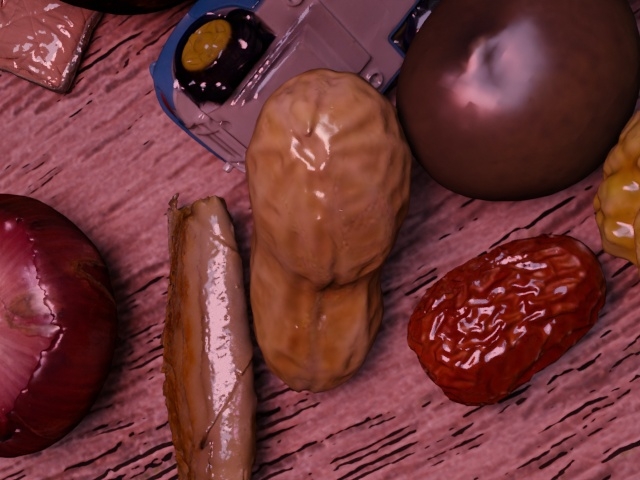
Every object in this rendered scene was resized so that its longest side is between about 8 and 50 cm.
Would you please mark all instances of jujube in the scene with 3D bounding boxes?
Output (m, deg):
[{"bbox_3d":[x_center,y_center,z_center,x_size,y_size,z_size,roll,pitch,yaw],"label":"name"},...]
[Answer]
[{"bbox_3d":[0.162,0.064,0.907,0.176,0.109,0.112,-34,113,-1],"label":"jujube"}]

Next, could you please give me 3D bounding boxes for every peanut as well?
[{"bbox_3d":[0.000,0.000,0.884,0.146,0.306,0.147,5,42,-4],"label":"peanut"}]

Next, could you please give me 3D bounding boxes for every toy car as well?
[{"bbox_3d":[-0.011,-0.202,0.948,0.314,0.198,0.166,-52,44,1],"label":"toy car"}]

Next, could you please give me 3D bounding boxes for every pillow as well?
[{"bbox_3d":[-0.337,-0.245,1.091,0.232,0.043,0.126,23,84,17],"label":"pillow"}]

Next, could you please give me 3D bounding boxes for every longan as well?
[{"bbox_3d":[0.165,-0.131,0.878,0.196,0.196,0.220,36,81,15],"label":"longan"}]

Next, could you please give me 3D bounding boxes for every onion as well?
[{"bbox_3d":[-0.287,0.079,0.979,0.248,0.161,0.248,-5,72,17],"label":"onion"}]

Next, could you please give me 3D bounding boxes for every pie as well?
[{"bbox_3d":[-0.105,0.090,0.966,0.068,0.128,0.283,-3,83,-30],"label":"pie"}]

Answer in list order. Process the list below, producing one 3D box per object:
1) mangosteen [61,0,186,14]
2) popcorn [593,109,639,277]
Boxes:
[{"bbox_3d":[-0.178,-0.348,0.941,0.311,0.311,0.311,-2,83,13],"label":"mangosteen"},{"bbox_3d":[0.354,-0.017,0.806,0.258,0.224,0.270,-43,96,6],"label":"popcorn"}]
